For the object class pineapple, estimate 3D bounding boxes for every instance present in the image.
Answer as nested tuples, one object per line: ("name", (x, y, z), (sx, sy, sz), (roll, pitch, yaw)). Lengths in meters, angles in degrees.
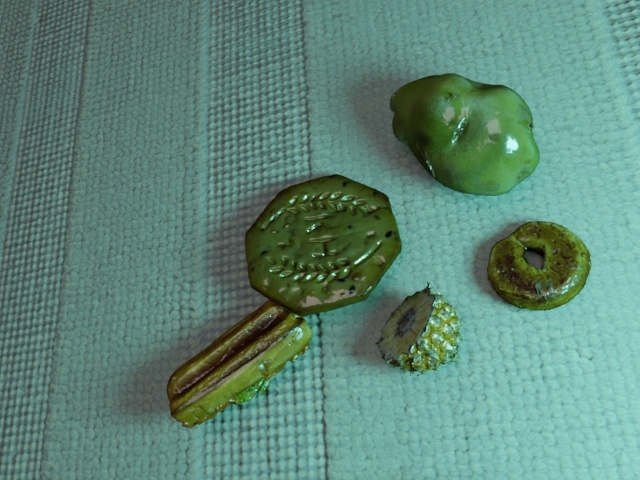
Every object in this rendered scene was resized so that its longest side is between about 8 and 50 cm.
("pineapple", (0.215, 0.191, 1.268), (0.176, 0.137, 0.161), (-54, 17, 1))

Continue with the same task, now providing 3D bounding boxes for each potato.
("potato", (0.284, -0.226, 1.351), (0.351, 0.202, 0.218), (31, 122, 35))

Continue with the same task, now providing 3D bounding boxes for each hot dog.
("hot dog", (-0.164, 0.262, 1.388), (0.348, 0.117, 0.158), (-38, 32, -3))

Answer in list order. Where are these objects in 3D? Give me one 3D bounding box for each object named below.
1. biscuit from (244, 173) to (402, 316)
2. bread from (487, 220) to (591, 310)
("biscuit", (0.000, -0.001, 1.423), (0.359, 0.046, 0.359), (-7, 54, 10))
("bread", (0.416, 0.050, 1.264), (0.193, 0.064, 0.193), (-12, 60, 21))
